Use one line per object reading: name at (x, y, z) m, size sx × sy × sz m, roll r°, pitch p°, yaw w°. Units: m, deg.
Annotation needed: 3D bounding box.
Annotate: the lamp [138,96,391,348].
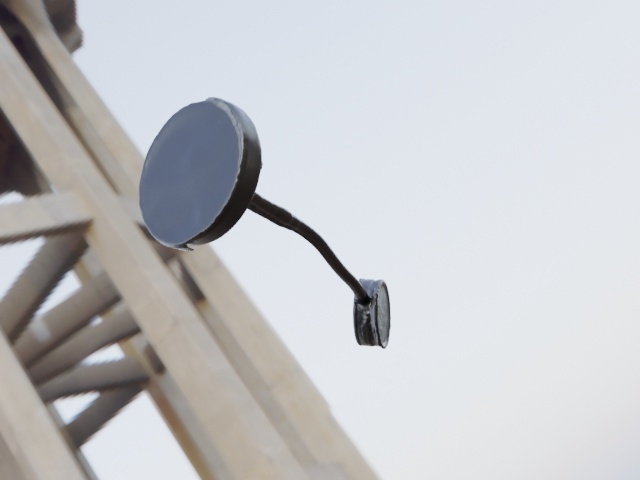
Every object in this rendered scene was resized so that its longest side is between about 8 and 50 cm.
lamp at (-0.037, 0.002, 0.925) m, size 0.109 × 0.130 × 0.371 m, roll -5°, pitch -17°, yaw 19°
